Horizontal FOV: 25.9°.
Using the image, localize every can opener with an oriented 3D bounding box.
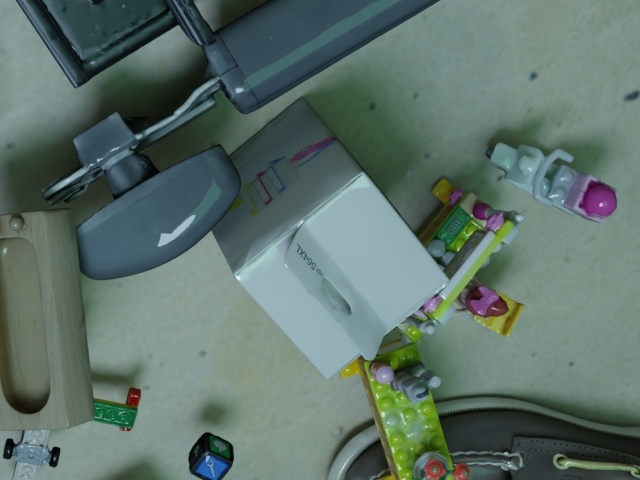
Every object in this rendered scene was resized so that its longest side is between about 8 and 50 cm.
[{"bbox_3d":[-0.025,-0.078,0.772,0.283,0.076,0.095,-30,94,0],"label":"can opener"}]

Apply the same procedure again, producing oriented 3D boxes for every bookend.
[{"bbox_3d":[-0.163,-0.136,0.713,0.157,0.072,0.156,-31,120,-1],"label":"bookend"}]

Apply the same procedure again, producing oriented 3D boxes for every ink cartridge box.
[{"bbox_3d":[0.000,0.000,0.787,0.090,0.143,0.092,-39,119,3],"label":"ink cartridge box"}]

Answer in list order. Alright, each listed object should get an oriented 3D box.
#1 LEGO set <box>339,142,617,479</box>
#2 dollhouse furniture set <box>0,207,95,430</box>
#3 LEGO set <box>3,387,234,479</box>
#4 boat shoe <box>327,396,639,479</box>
[{"bbox_3d":[0.085,0.076,0.830,0.132,0.107,0.287,17,90,-14],"label":"LEGO set"},{"bbox_3d":[-0.217,0.063,0.715,0.151,0.123,0.144,-4,93,27],"label":"dollhouse furniture set"},{"bbox_3d":[-0.184,0.142,0.863,0.244,0.060,0.182,-24,120,8],"label":"LEGO set"},{"bbox_3d":[0.166,0.185,0.953,0.324,0.096,0.116,8,112,-21],"label":"boat shoe"}]
